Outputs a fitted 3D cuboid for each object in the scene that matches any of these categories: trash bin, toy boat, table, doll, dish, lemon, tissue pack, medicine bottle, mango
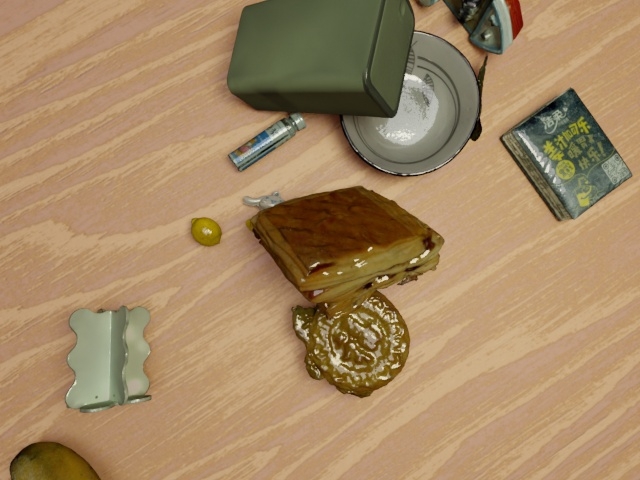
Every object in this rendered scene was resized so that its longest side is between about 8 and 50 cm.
[{"bbox_3d":[-0.010,-0.383,0.813,0.343,0.158,0.223,11,87,29],"label":"trash bin"},{"bbox_3d":[0.322,-0.560,0.915,0.133,0.145,0.332,-39,85,-3],"label":"toy boat"},{"bbox_3d":[-0.444,0.240,0.849,0.166,0.166,0.198,-3,80,-3],"label":"table"},{"bbox_3d":[-0.106,-0.059,0.923,0.135,0.071,0.113,-8,70,-10],"label":"doll"},{"bbox_3d":[0.193,-0.298,0.916,0.316,0.106,0.316,0,91,2],"label":"dish"},{"bbox_3d":[-0.260,-0.021,0.907,0.083,0.062,0.062,41,86,-3],"label":"lemon"},{"bbox_3d":[0.583,-0.202,0.950,0.185,0.081,0.257,-35,90,-4],"label":"tissue pack"},{"bbox_3d":[-0.122,-0.230,0.928,0.191,0.051,0.051,-35,90,-5],"label":"medicine bottle"},{"bbox_3d":[-0.529,0.577,0.831,0.176,0.175,0.329,-12,69,-25],"label":"mango"}]

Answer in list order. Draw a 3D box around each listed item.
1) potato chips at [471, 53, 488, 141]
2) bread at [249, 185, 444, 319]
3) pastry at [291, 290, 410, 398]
[{"bbox_3d":[0.368,-0.335,0.923,0.026,0.142,0.209,6,64,21],"label":"potato chips"},{"bbox_3d":[0.046,0.019,0.828,0.324,0.277,0.167,-15,128,-25],"label":"bread"},{"bbox_3d":[0.077,0.224,0.894,0.235,0.132,0.240,-19,83,5],"label":"pastry"}]
